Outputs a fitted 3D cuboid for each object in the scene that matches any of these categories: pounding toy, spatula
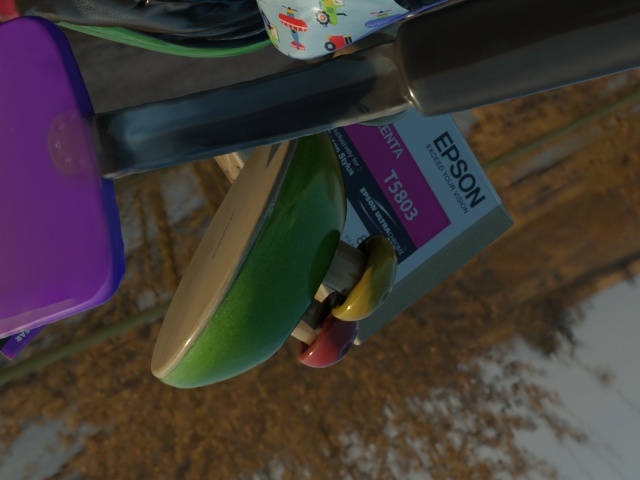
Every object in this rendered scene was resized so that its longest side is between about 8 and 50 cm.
[{"bbox_3d":[0.000,0.000,0.754,0.237,0.110,0.183,-61,-168,-1],"label":"pounding toy"},{"bbox_3d":[-0.001,-0.039,0.326,0.296,0.084,0.030,-15,180,10],"label":"spatula"}]

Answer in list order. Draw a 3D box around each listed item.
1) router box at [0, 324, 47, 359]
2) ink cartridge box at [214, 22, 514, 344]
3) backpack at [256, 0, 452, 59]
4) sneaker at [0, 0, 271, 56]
[{"bbox_3d":[-0.222,-0.017,0.746,0.046,0.133,0.179,-44,-157,3],"label":"router box"},{"bbox_3d":[0.035,-0.057,1.131,0.193,0.235,0.088,-37,-164,-12],"label":"ink cartridge box"},{"bbox_3d":[0.023,-0.179,0.617,0.173,0.158,0.117,-21,138,30],"label":"backpack"},{"bbox_3d":[-0.178,-0.186,0.670,0.482,0.185,0.202,-14,177,-34],"label":"sneaker"}]
